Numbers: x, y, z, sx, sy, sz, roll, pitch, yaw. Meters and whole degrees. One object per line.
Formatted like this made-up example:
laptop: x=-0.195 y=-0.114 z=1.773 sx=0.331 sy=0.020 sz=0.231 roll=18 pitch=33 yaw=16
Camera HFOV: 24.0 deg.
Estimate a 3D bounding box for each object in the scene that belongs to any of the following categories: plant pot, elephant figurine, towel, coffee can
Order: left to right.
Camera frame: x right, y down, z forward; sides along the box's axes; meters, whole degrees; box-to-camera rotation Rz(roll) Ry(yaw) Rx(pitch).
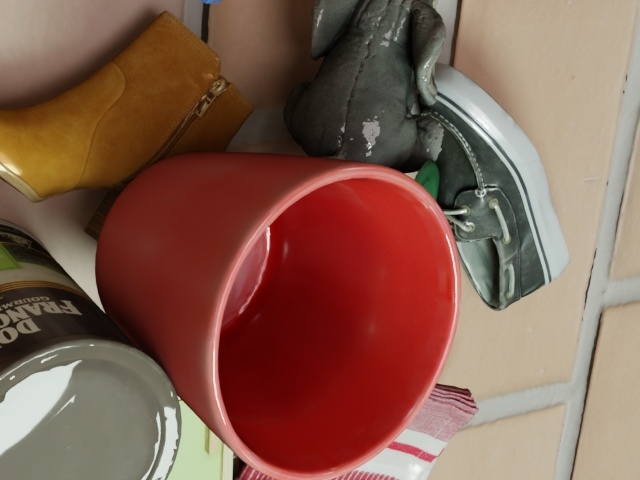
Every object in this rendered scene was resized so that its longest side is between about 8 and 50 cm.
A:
coffee can: x=-0.270 y=0.120 z=1.308 sx=0.201 sy=0.275 sz=0.201 roll=-14 pitch=119 yaw=-27
plant pot: x=-0.055 y=0.042 z=1.314 sx=0.275 sy=0.243 sz=0.275 roll=-15 pitch=114 yaw=-36
towel: x=0.006 y=0.279 z=1.666 sx=0.237 sy=0.037 sz=0.329 roll=14 pitch=118 yaw=-35
elephant figurine: x=0.054 y=-0.191 z=1.440 sx=0.169 sy=0.186 sz=0.239 roll=4 pitch=115 yaw=-28

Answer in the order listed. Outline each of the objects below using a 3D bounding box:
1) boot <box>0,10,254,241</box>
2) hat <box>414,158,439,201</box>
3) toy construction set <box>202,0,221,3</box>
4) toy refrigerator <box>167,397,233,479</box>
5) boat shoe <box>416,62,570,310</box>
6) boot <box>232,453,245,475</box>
boot: x=-0.203 y=-0.124 z=1.356 sx=0.295 sy=0.104 sz=0.211 roll=36 pitch=86 yaw=-44
hat: x=0.000 y=0.000 z=1.469 sx=0.173 sy=0.183 sz=0.208 roll=44 pitch=62 yaw=-75
toy construction set: x=-0.106 y=-0.377 z=1.239 sx=0.237 sy=0.257 sz=0.309 roll=-59 pitch=168 yaw=-54
toy refrigerator: x=-0.147 y=0.165 z=1.523 sx=0.102 sy=0.094 sz=0.269 roll=-10 pitch=117 yaw=-28
boat shoe: x=0.172 y=-0.041 z=1.608 sx=0.119 sy=0.121 sz=0.335 roll=-44 pitch=130 yaw=-12
boot: x=-0.062 y=0.235 z=1.649 sx=0.087 sy=0.042 sz=0.118 roll=-26 pitch=123 yaw=-12
